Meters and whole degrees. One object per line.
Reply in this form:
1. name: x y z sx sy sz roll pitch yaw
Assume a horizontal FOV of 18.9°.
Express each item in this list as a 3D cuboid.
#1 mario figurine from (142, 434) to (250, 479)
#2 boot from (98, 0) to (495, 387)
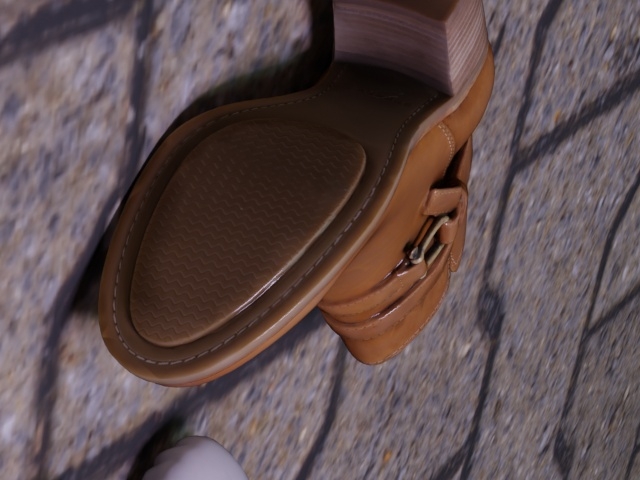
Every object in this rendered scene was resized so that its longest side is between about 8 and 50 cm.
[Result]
1. mario figurine: -0.080 0.224 0.983 0.198 0.170 0.320 -34 148 13
2. boot: 0.000 0.000 0.947 0.220 0.109 0.283 83 30 -55
